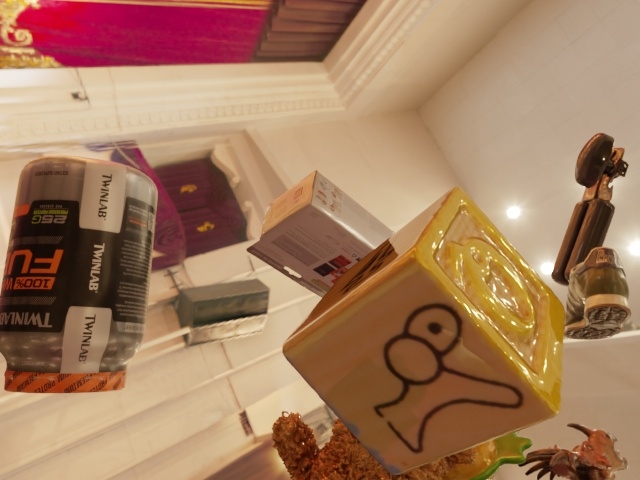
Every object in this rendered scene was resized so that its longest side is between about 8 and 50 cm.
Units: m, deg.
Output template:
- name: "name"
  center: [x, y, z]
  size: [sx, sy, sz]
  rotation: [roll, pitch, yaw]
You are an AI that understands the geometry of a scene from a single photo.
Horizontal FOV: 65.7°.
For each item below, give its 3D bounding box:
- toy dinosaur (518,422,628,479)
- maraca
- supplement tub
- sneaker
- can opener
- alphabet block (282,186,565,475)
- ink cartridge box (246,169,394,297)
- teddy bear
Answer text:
- name: "toy dinosaur"
  center: [0.323, 0.356, 0.645]
  size: [0.127, 0.295, 0.200]
  rotation: [-38, -123, 31]
- name: "maraca"
  center: [0.218, 0.319, 0.740]
  size: [0.127, 0.185, 0.099]
  rotation: [-100, 169, -77]
- name: "supplement tub"
  center: [-0.348, 0.054, 0.721]
  size: [0.193, 0.193, 0.316]
  rotation: [-18, -112, 53]
- name: "sneaker"
  center: [0.353, 0.070, 0.637]
  size: [0.064, 0.192, 0.086]
  rotation: [0, -112, 18]
- name: "can opener"
  center: [0.479, -0.054, 0.901]
  size: [0.074, 0.093, 0.280]
  rotation: [149, -38, -79]
- name: "alphabet block"
  center: [0.114, 0.093, 0.530]
  size: [0.192, 0.193, 0.197]
  rotation: [48, -55, -3]
- name: "ink cartridge box"
  center: [0.000, 0.000, 1.352]
  size: [0.272, 0.309, 0.130]
  rotation: [-31, -144, 36]
- name: "teddy bear"
  center: [0.044, 0.312, 0.639]
  size: [0.245, 0.338, 0.113]
  rotation: [61, -1, 17]
